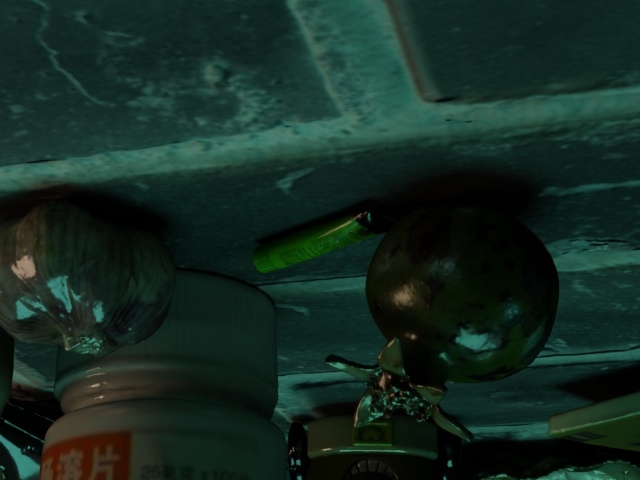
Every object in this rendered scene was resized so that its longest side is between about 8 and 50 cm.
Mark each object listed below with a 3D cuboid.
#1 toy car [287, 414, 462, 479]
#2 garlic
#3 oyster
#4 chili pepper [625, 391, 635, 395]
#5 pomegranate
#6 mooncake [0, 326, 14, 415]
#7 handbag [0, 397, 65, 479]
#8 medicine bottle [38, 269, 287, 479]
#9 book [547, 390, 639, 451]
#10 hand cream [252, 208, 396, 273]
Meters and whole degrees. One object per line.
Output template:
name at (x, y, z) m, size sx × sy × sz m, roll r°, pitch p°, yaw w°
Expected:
toy car at (0.061, 0.317, 1.478) m, size 0.204 × 0.198 × 0.248 m, roll 1°, pitch 156°, yaw 2°
garlic at (-0.182, 0.037, 0.960) m, size 0.147 × 0.102 × 0.159 m, roll -6°, pitch 155°, yaw 17°
oyster at (0.249, 0.314, 1.622) m, size 0.396 × 0.111 × 0.204 m, roll -9°, pitch 137°, yaw 22°
chili pepper at (0.344, 0.158, 1.329) m, size 0.030 × 0.017 × 0.083 m, roll 5°, pitch 154°, yaw -24°
pomegranate at (0.092, 0.048, 0.902) m, size 0.148 × 0.169 × 0.148 m, roll 18°, pitch 133°, yaw 21°
mooncake at (-0.383, 0.088, 1.049) m, size 0.274 × 0.135 × 0.275 m, roll -2°, pitch 154°, yaw -1°
handbag at (-0.365, 0.275, 1.482) m, size 0.342 × 0.152 × 0.288 m, roll -15°, pitch 140°, yaw 30°
medicine bottle at (-0.133, 0.228, 1.063) m, size 0.211 × 0.372 × 0.211 m, roll -1°, pitch 156°, yaw 0°
book at (0.462, 0.160, 1.294) m, size 0.269 × 0.032 × 0.389 m, roll 15°, pitch 151°, yaw -40°
hand cream at (0.000, 0.000, 0.969) m, size 0.122 × 0.023 × 0.036 m, roll -18°, pitch 150°, yaw 35°
